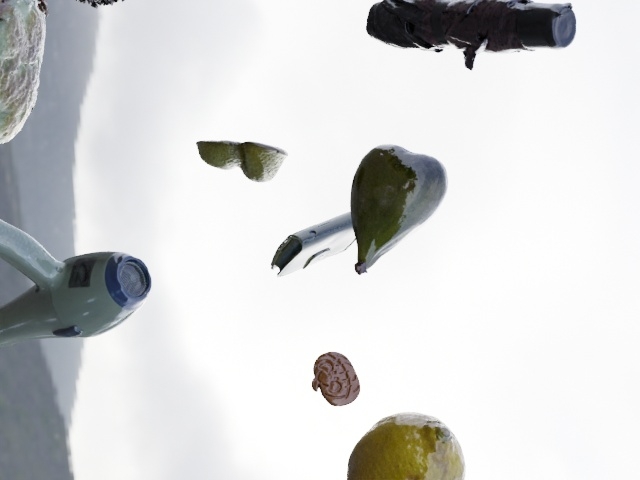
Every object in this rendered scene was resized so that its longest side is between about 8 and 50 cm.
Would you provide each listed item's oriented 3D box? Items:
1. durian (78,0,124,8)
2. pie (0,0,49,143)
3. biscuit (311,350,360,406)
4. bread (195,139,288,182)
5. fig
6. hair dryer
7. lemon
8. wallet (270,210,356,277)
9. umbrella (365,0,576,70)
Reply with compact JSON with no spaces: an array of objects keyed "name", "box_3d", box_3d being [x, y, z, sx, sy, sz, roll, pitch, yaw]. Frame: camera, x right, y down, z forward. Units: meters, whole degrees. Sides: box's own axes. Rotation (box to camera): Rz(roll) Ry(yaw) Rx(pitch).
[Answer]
[{"name":"durian","box_3d":[-0.259,-0.313,1.468,0.110,0.140,0.071,-22,-95,37]},{"name":"pie","box_3d":[-0.533,-0.298,2.067,0.257,0.105,0.274,-67,165,-78]},{"name":"biscuit","box_3d":[0.021,0.215,1.919,0.091,0.078,0.015,63,-29,23]},{"name":"bread","box_3d":[-0.135,-0.138,2.094,0.188,0.149,0.065,-173,-87,-71]},{"name":"fig","box_3d":[0.105,-0.047,1.720,0.126,0.133,0.185,-33,-143,50]},{"name":"hair dryer","box_3d":[-0.244,0.023,0.920,0.167,0.199,0.067,-35,-145,43]},{"name":"lemon","box_3d":[0.140,0.379,2.033,0.256,0.188,0.188,-49,-132,45]},{"name":"wallet","box_3d":[0.000,0.000,1.903,0.039,0.155,0.110,57,-40,14]},{"name":"umbrella","box_3d":[0.180,-0.267,1.506,0.326,0.094,0.090,13,-48,48]}]
